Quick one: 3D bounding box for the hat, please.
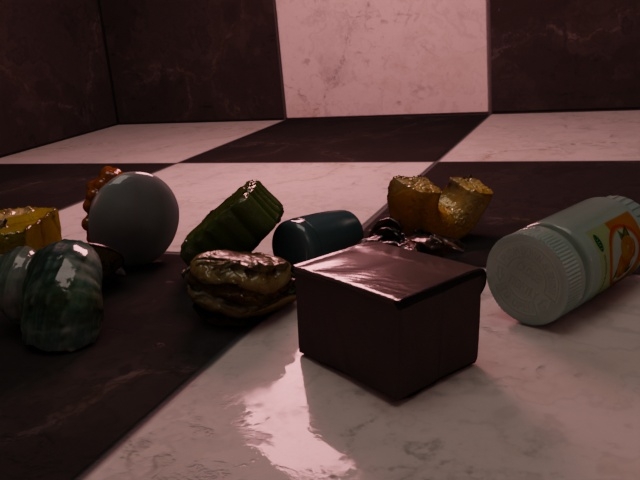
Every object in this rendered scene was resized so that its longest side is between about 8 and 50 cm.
[{"bbox_3d":[-0.494,0.077,1.557,0.193,0.082,0.193,-8,-24,-4],"label":"hat"}]

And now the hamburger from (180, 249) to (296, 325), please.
[{"bbox_3d":[-0.142,0.084,1.385,0.183,0.130,0.206,13,8,28],"label":"hamburger"}]

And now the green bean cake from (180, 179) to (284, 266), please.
[{"bbox_3d":[-0.182,-0.021,1.581,0.214,0.113,0.200,-39,9,10],"label":"green bean cake"}]

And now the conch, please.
[{"bbox_3d":[-0.489,0.089,1.383,0.277,0.195,0.220,25,55,12],"label":"conch"}]

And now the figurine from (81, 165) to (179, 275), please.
[{"bbox_3d":[-0.430,-0.079,1.793,0.205,0.224,0.382,-3,16,-6],"label":"figurine"}]

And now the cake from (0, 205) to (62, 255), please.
[{"bbox_3d":[-0.702,0.006,1.729,0.179,0.156,0.260,3,16,3],"label":"cake"}]

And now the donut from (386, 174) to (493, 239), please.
[{"bbox_3d":[0.258,-0.059,1.675,0.259,0.152,0.101,-5,28,-37],"label":"donut"}]

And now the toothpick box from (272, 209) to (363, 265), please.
[{"bbox_3d":[0.000,0.000,1.592,0.120,0.120,0.184,11,20,42],"label":"toothpick box"}]

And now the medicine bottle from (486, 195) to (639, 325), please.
[{"bbox_3d":[0.438,0.023,1.318,0.318,0.158,0.158,-21,23,-40],"label":"medicine bottle"}]

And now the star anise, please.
[{"bbox_3d":[0.165,0.002,1.532,0.272,0.102,0.272,-10,7,1],"label":"star anise"}]

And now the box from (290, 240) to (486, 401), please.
[{"bbox_3d":[0.097,0.108,1.149,0.188,0.153,0.252,-16,19,-36],"label":"box"}]
